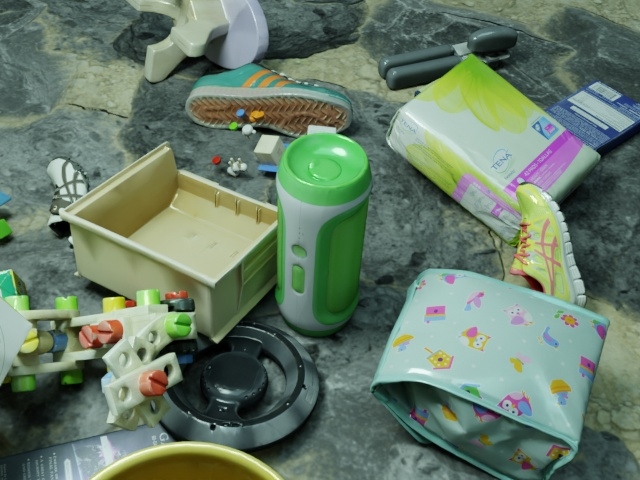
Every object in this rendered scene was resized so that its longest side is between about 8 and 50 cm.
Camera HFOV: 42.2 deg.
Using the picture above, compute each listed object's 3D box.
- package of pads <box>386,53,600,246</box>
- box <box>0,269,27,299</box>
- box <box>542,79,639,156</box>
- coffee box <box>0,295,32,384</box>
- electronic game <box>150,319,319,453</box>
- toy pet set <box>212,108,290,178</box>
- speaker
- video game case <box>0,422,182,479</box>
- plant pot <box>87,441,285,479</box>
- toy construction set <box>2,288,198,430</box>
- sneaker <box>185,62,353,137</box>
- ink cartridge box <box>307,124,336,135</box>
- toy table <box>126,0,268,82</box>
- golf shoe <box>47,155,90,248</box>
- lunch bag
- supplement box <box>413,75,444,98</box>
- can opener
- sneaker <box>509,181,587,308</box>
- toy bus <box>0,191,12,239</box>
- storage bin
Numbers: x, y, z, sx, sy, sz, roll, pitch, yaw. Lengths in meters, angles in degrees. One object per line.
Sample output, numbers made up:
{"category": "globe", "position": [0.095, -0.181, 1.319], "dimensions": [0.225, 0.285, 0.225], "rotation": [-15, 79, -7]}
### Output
{"category": "package of pads", "position": [0.284, -0.154, 1.394], "dimensions": [0.296, 0.101, 0.229], "rotation": [42, 56, 14]}
{"category": "box", "position": [-0.463, 0.079, 1.140], "dimensions": [0.105, 0.179, 0.043], "rotation": [-12, 86, -15]}
{"category": "box", "position": [0.495, -0.217, 1.544], "dimensions": [0.225, 0.036, 0.136], "rotation": [-29, 54, -29]}
{"category": "coffee box", "position": [-0.579, 0.139, 0.840], "dimensions": [0.338, 0.338, 0.334], "rotation": [-13, 43, 31]}
{"category": "electronic game", "position": [-0.116, 0.190, 1.115], "dimensions": [0.229, 0.048, 0.229], "rotation": [3, 39, -3]}
{"category": "toy pet set", "position": [-0.107, -0.157, 1.439], "dimensions": [0.114, 0.065, 0.122], "rotation": [9, 61, 28]}
{"category": "speaker", "position": [0.000, 0.000, 1.131], "dimensions": [0.131, 0.296, 0.131], "rotation": [2, 47, -2]}
{"category": "video game case", "position": [-0.290, 0.328, 0.992], "dimensions": [0.274, 0.026, 0.196], "rotation": [-10, 48, -14]}
{"category": "plant pot", "position": [-0.130, 0.366, 0.818], "dimensions": [0.254, 0.239, 0.254], "rotation": [1, 47, -2]}
{"category": "toy construction set", "position": [-0.279, 0.128, 1.030], "dimensions": [0.328, 0.151, 0.215], "rotation": [7, 1, 38]}
{"category": "sneaker", "position": [-0.087, -0.267, 1.509], "dimensions": [0.302, 0.108, 0.121], "rotation": [7, 51, 5]}
{"category": "ink cartridge box", "position": [-0.003, -0.120, 1.387], "dimensions": [0.052, 0.088, 0.122], "rotation": [4, 47, 1]}
{"category": "toy table", "position": [-0.243, -0.423, 1.572], "dimensions": [0.161, 0.252, 0.274], "rotation": [-17, 36, -39]}
{"category": "golf shoe", "position": [-0.402, -0.062, 1.319], "dimensions": [0.094, 0.077, 0.198], "rotation": [-29, 53, -26]}
{"category": "lunch bag", "position": [0.212, 0.165, 1.086], "dimensions": [0.262, 0.160, 0.223], "rotation": [22, 50, 9]}
{"category": "supplement box", "position": [0.230, -0.252, 1.547], "dimensions": [0.083, 0.056, 0.083], "rotation": [-31, 56, -28]}
{"category": "can opener", "position": [0.251, -0.369, 1.644], "dimensions": [0.280, 0.093, 0.074], "rotation": [-17, 51, -12]}
{"category": "sneaker", "position": [0.321, 0.016, 1.233], "dimensions": [0.094, 0.081, 0.208], "rotation": [-19, 90, -1]}
{"category": "toy bus", "position": [-0.593, -0.028, 1.254], "dimensions": [0.104, 0.191, 0.202], "rotation": [-21, 30, 40]}
{"category": "storage bin", "position": [-0.187, -0.012, 1.224], "dimensions": [0.262, 0.123, 0.260], "rotation": [22, 41, 21]}
